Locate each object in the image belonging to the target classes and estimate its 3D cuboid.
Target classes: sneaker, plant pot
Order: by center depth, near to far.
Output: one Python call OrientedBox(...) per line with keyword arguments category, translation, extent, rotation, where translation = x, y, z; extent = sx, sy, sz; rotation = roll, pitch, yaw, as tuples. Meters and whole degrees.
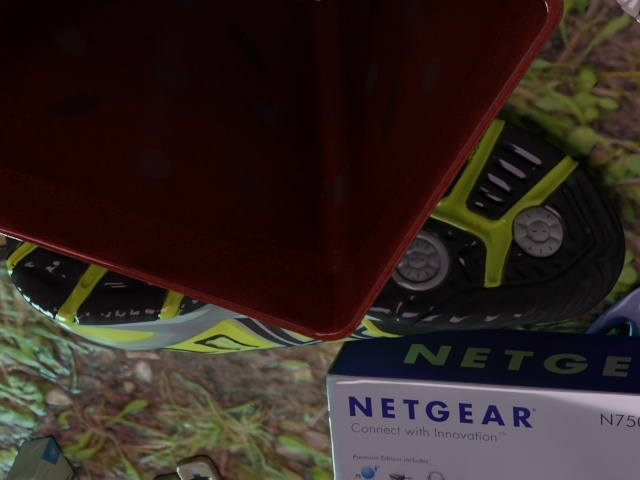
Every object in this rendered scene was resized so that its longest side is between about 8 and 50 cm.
OrientedBox(category="plant pot", translation=(-0.052, -0.148, 0.942), extent=(0.267, 0.235, 0.267), rotation=(19, 133, -14))
OrientedBox(category="sneaker", translation=(0.000, 0.000, 1.149), extent=(0.385, 0.145, 0.147), rotation=(1, 165, 3))

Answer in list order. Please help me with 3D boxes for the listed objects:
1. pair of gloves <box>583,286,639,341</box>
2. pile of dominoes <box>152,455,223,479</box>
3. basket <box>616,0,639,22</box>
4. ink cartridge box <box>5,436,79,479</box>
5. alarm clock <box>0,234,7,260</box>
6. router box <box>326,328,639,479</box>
OrientedBox(category="pair of gloves", translation=(0.277, 0.071, 1.182), extent=(0.198, 0.023, 0.159), rotation=(15, 128, 2))
OrientedBox(category="pile of dominoes", translation=(-0.114, 0.289, 1.436), extent=(0.251, 0.040, 0.196), rotation=(-34, 113, 32))
OrientedBox(category="basket", translation=(0.214, -0.174, 0.922), extent=(0.103, 0.167, 0.113), rotation=(37, 127, -8))
OrientedBox(category="ink cartridge box", translation=(-0.208, 0.200, 1.385), extent=(0.028, 0.048, 0.083), rotation=(-12, 124, 22))
OrientedBox(category="alarm clock", translation=(-0.247, -0.047, 1.197), extent=(0.192, 0.064, 0.129), rotation=(-17, 121, 21))
OrientedBox(category="router box", translation=(0.181, 0.212, 1.217), extent=(0.336, 0.082, 0.301), rotation=(2, 115, 16))
